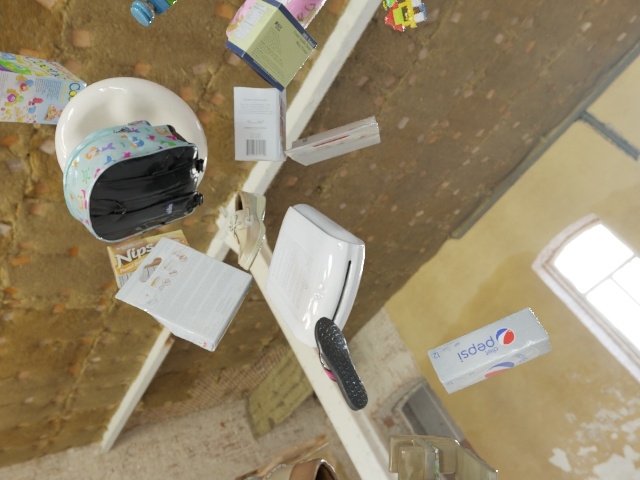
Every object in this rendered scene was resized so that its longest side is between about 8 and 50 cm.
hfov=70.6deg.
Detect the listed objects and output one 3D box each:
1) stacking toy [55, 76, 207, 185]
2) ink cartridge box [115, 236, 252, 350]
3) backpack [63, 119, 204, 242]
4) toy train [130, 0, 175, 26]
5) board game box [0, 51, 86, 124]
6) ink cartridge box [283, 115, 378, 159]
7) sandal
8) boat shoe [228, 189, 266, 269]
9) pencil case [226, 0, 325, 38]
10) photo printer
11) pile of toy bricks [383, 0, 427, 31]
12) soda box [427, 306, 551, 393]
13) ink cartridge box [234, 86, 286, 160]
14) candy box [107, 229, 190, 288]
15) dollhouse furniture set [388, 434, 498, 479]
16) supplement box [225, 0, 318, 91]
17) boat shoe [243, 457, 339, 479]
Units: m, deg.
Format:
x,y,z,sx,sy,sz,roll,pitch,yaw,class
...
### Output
x,y,z,sx,sy,sz,roll,pitch,yaw,class
-0.523,-0.305,1.292,0.351,0.480,0.350,-8,-62,-16,stacking toy
-0.228,0.088,0.774,0.045,0.179,0.145,107,-173,-52,ink cartridge box
-0.399,-0.124,0.947,0.253,0.191,0.225,-36,-27,-44,backpack
-0.443,-0.642,1.049,0.143,0.105,0.248,-60,-43,-18,toy train
-0.835,-0.424,1.260,0.144,0.142,0.275,-60,-17,22,board game box
0.044,-0.357,1.552,0.308,0.091,0.385,-15,1,9,ink cartridge box
0.028,0.229,0.834,0.067,0.179,0.040,-14,-15,-46,sandal
-0.221,-0.038,1.314,0.098,0.302,0.109,20,-51,-20,boat shoe
-0.089,-0.635,1.171,0.160,0.167,0.386,16,-48,-40,pencil case
-0.016,0.073,1.015,0.107,0.307,0.256,11,-78,-26,photo printer
0.163,-0.571,1.002,0.105,0.212,0.118,-9,16,22,pile of toy bricks
0.434,0.288,1.169,0.286,0.098,0.091,-27,-44,9,soda box
-0.178,-0.382,1.400,0.130,0.271,0.309,1,9,-1,ink cartridge box
-0.720,0.073,1.930,0.317,0.183,0.087,-16,-43,-25,candy box
0.169,0.338,0.438,0.161,0.242,0.212,4,-7,-7,dollhouse furniture set
-0.066,-0.267,0.615,0.083,0.056,0.083,-51,-39,8,supplement box
0.005,0.319,0.327,0.116,0.324,0.123,-37,-44,13,boat shoe
